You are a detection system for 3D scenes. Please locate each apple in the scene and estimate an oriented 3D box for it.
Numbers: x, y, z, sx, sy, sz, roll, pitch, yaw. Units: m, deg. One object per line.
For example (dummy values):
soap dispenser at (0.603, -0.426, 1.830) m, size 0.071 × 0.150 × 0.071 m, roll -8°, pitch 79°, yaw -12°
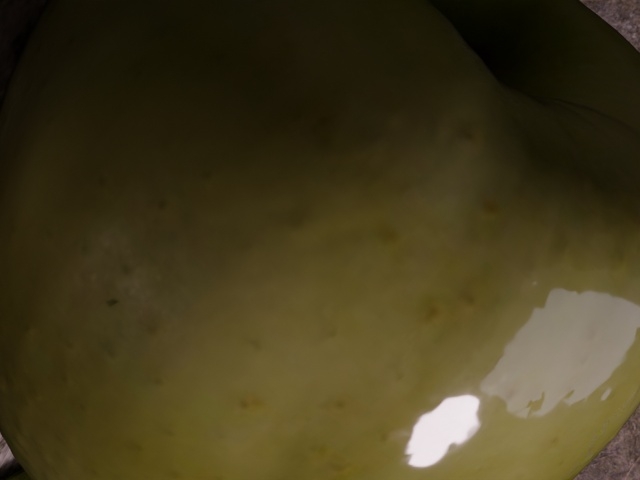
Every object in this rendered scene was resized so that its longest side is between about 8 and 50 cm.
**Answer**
apple at (0.000, 0.000, 0.693) m, size 0.473 × 0.474 × 0.473 m, roll -57°, pitch 173°, yaw -11°

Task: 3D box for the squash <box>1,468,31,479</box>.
squash at (-0.319, 0.285, 1.176) m, size 0.069 × 0.069 × 0.239 m, roll -59°, pitch 173°, yaw 6°
